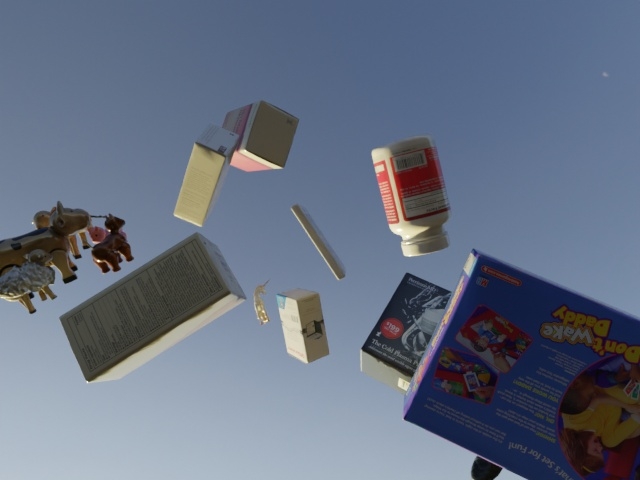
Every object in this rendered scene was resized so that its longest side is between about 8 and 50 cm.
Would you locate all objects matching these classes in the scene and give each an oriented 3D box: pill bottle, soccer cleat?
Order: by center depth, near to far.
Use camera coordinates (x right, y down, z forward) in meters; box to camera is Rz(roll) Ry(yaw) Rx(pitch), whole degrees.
[{"bbox_3d":[0.364,0.422,0.968,0.179,0.060,0.072,-43,-64,-21],"label":"soccer cleat"},{"bbox_3d":[0.339,-0.160,1.682,0.229,0.229,0.407,-15,-85,-10],"label":"pill bottle"}]

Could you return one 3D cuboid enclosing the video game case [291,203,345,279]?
[{"bbox_3d":[0.000,0.000,1.290,0.026,0.206,0.227,-33,-90,4],"label":"video game case"}]

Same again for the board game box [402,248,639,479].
[{"bbox_3d":[0.309,0.186,0.580,0.347,0.078,0.233,24,-81,9],"label":"board game box"}]

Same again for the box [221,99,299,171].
[{"bbox_3d":[-0.188,-0.288,1.318,0.127,0.232,0.148,20,-97,-33],"label":"box"}]

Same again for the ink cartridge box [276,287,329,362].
[{"bbox_3d":[-0.054,0.247,1.377,0.082,0.140,0.190,-16,-81,-29],"label":"ink cartridge box"}]

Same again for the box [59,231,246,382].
[{"bbox_3d":[-0.322,0.133,0.915,0.311,0.148,0.121,-31,-15,-1],"label":"box"}]

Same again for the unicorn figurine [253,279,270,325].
[{"bbox_3d":[-0.211,0.230,1.653,0.060,0.111,0.162,-6,-33,-25],"label":"unicorn figurine"}]

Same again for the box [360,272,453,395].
[{"bbox_3d":[0.343,0.320,1.422,0.312,0.343,0.178,-53,-25,-30],"label":"box"}]

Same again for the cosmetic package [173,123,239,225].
[{"bbox_3d":[-0.285,-0.160,1.158,0.086,0.117,0.231,22,-54,-7],"label":"cosmetic package"}]

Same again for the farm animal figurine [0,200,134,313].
[{"bbox_3d":[-0.614,0.000,1.085,0.327,0.330,0.172,-34,-62,-35],"label":"farm animal figurine"}]
